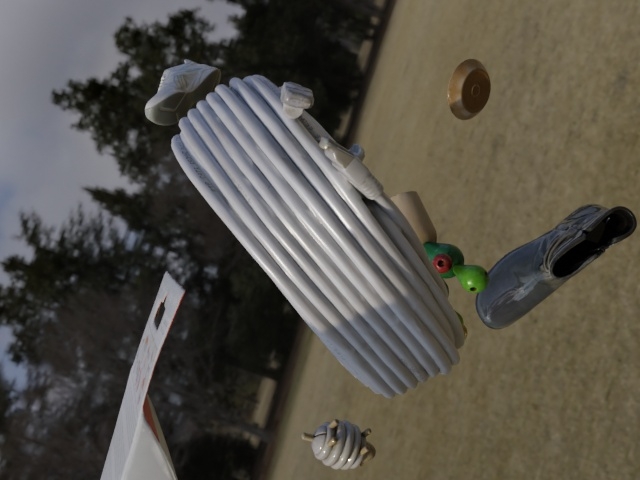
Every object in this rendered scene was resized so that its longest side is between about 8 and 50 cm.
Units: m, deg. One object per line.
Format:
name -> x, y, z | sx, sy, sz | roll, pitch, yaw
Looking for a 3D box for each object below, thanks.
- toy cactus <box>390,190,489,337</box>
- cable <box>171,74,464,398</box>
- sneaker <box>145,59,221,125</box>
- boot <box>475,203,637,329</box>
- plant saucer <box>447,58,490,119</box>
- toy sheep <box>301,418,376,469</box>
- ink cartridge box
toy cactus -> 0.107, 0.038, 1.070 | 0.219, 0.112, 0.180 | 127, 129, -72
cable -> 0.000, 0.000, 0.674 | 0.089, 0.257, 0.257 | -38, 22, -3
sneaker -> -0.206, -0.211, 1.359 | 0.152, 0.061, 0.054 | -46, -23, -46
boot -> 0.309, 0.033, 1.300 | 0.246, 0.083, 0.161 | -42, -3, 9
plant saucer -> 0.205, -0.203, 1.297 | 0.015, 0.083, 0.083 | 21, 92, 47
toy sheep -> 0.031, 0.338, 1.592 | 0.091, 0.132, 0.091 | -158, 90, -77
ink cartridge box -> -0.190, 0.239, 1.116 | 0.308, 0.091, 0.385 | -172, 99, -77
